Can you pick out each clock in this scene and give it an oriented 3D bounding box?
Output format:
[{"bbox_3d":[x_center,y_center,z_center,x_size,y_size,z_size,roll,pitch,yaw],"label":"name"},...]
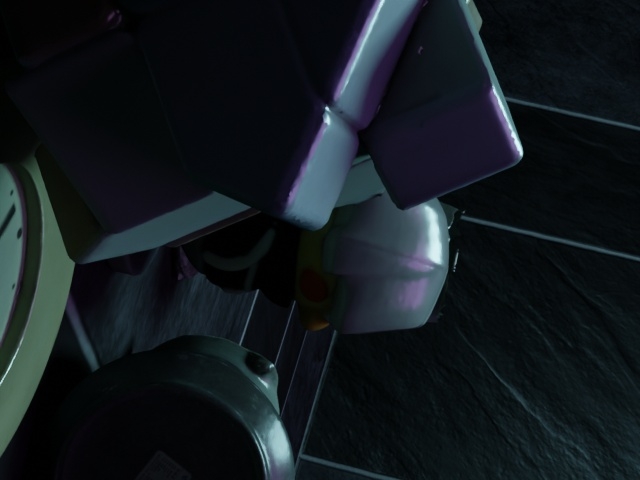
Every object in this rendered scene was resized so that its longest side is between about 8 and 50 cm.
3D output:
[{"bbox_3d":[-0.175,0.023,0.589,0.235,0.029,0.234,13,90,-82],"label":"clock"}]

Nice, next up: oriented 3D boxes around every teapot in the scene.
[{"bbox_3d":[-0.113,0.162,0.900,0.203,0.171,0.225,-45,-178,4],"label":"teapot"}]

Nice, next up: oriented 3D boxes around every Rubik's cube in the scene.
[{"bbox_3d":[-0.016,-0.101,0.552,0.224,0.265,0.212,45,24,-78],"label":"Rubik's cube"}]

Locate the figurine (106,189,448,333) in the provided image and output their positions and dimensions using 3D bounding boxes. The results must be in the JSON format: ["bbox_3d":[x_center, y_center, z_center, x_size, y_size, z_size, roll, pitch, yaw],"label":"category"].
[{"bbox_3d":[-0.025,-0.008,0.862,0.176,0.236,0.132,20,85,-84],"label":"figurine"}]

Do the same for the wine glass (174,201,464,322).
[{"bbox_3d":[0.000,0.000,1.078,0.126,0.241,0.126,11,90,-83],"label":"wine glass"}]
